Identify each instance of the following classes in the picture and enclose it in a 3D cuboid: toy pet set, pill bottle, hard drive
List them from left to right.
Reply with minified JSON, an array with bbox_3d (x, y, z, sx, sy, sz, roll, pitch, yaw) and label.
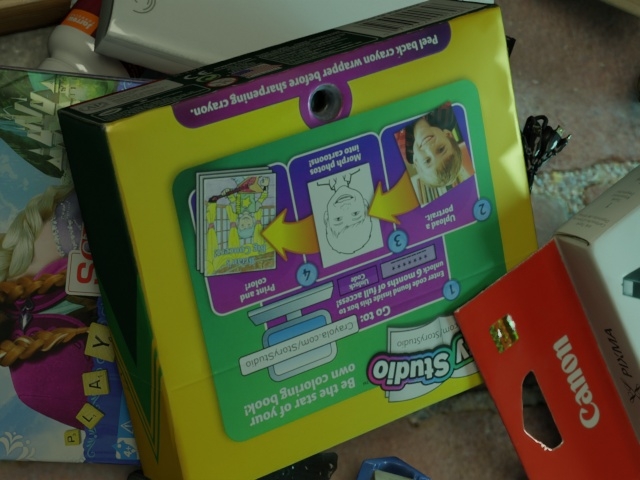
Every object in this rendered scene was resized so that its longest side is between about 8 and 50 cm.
[{"bbox_3d":[-0.185,-0.181,1.534,0.086,0.086,0.152,35,69,-1],"label":"pill bottle"},{"bbox_3d":[-0.012,-0.223,1.541,0.353,0.047,0.233,15,63,-19],"label":"hard drive"},{"bbox_3d":[0.040,0.245,1.486,0.122,0.065,0.114,16,106,-5],"label":"toy pet set"}]

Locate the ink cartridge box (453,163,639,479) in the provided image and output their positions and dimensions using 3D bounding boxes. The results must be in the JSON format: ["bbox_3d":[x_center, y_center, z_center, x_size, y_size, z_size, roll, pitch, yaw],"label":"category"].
[{"bbox_3d":[0.264,0.106,1.496,0.239,0.060,0.275,-36,116,-22],"label":"ink cartridge box"}]

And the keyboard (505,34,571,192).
[{"bbox_3d":[0.110,-0.059,1.597,0.201,0.033,0.317,23,71,-1],"label":"keyboard"}]

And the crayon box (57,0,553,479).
[{"bbox_3d":[0.000,0.000,1.410,0.363,0.106,0.313,-19,110,-26],"label":"crayon box"}]

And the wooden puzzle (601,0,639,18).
[{"bbox_3d":[0.276,-0.342,1.642,0.239,0.044,0.221,27,83,22],"label":"wooden puzzle"}]

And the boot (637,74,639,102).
[{"bbox_3d":[0.329,-0.278,1.687,0.236,0.089,0.269,-30,82,-31],"label":"boot"}]

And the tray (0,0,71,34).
[{"bbox_3d":[-0.443,-0.251,1.503,0.411,0.076,0.203,-14,78,-16],"label":"tray"}]

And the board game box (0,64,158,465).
[{"bbox_3d":[-0.277,0.015,1.388,0.318,0.066,0.318,4,97,-17],"label":"board game box"}]

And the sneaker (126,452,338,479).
[{"bbox_3d":[-0.075,0.197,1.468,0.170,0.051,0.089,19,70,-12],"label":"sneaker"}]
